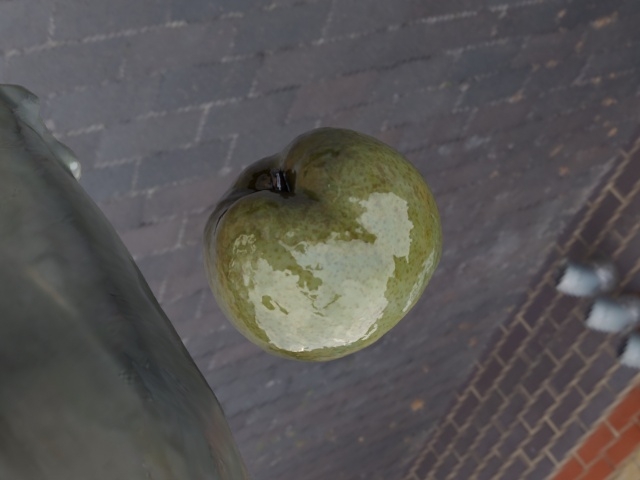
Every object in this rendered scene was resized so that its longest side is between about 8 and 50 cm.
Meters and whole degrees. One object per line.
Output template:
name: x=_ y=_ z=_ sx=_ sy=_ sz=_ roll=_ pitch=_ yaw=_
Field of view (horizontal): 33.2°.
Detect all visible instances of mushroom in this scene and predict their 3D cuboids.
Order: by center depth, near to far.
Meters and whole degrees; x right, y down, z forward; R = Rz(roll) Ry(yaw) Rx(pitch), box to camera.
mushroom: x=-0.110 y=0.082 z=0.410 sx=0.154 sy=0.407 sz=0.137 roll=-26 pitch=153 yaw=-36

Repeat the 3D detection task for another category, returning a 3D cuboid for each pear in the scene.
pear: x=0.000 y=0.000 z=0.728 sx=0.167 sy=0.167 sz=0.136 roll=-38 pitch=111 yaw=1
